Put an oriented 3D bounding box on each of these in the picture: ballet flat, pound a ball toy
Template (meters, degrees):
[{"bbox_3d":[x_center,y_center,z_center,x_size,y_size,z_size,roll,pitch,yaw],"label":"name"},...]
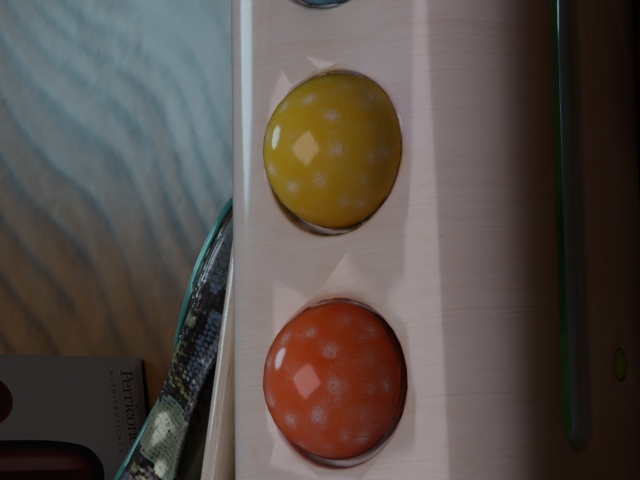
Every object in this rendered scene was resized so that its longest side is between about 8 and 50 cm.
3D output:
[{"bbox_3d":[-0.041,0.068,0.754,0.070,0.070,0.188,45,122,43],"label":"ballet flat"},{"bbox_3d":[0.000,0.000,0.606,0.208,0.135,0.319,-5,81,37],"label":"pound a ball toy"}]

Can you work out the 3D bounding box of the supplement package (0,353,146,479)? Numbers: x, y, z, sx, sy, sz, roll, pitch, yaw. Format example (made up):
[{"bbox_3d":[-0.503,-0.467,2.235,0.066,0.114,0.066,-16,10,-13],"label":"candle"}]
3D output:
[{"bbox_3d":[-0.204,0.165,0.822,0.149,0.203,0.194,-24,69,47],"label":"supplement package"}]
